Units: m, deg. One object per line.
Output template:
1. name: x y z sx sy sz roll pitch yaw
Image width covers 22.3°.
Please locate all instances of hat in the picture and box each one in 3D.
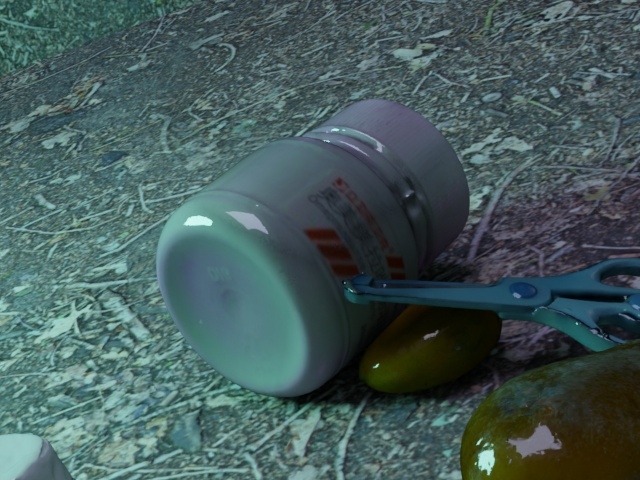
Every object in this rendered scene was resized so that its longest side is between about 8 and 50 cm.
1. hat: -0.320 0.279 1.696 0.203 0.126 0.203 -15 23 6

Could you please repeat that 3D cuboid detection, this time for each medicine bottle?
1. medicine bottle: 0.000 0.000 1.864 0.256 0.256 0.325 5 32 42

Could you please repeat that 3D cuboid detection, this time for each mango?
1. mango: 0.248 0.174 1.480 0.192 0.146 0.316 3 19 38
2. mango: 0.122 0.111 1.752 0.163 0.089 0.111 -39 21 -21

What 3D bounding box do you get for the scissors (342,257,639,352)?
1. scissors: 0.217 0.066 1.692 0.392 0.032 0.180 3 29 0
